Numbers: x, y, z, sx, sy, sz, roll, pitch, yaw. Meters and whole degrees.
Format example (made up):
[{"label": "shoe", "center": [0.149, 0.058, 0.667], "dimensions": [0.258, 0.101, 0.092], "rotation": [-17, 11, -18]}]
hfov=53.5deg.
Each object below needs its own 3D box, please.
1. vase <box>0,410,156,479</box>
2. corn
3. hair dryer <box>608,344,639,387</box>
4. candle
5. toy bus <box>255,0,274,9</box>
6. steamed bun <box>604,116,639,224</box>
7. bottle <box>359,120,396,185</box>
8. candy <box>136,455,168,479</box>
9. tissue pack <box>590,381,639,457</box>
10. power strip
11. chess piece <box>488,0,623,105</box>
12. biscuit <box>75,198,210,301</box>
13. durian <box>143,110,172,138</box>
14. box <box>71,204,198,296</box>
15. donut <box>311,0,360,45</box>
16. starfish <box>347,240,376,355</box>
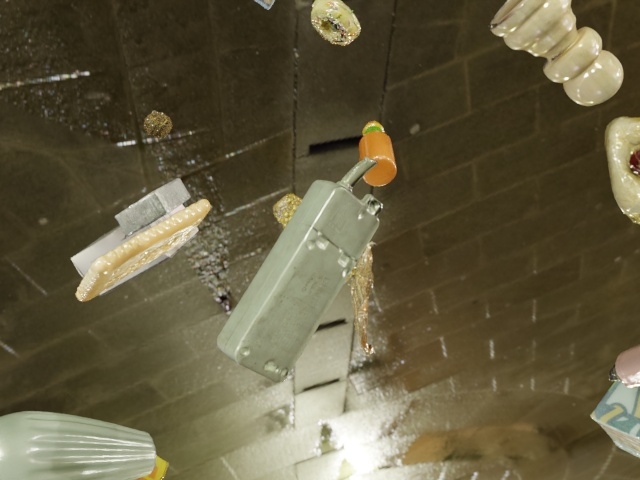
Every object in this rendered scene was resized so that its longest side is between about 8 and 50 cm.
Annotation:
[{"label": "vase", "center": [-0.363, 0.316, 0.926], "dimensions": [0.248, 0.128, 0.128], "rotation": [14, 128, -39]}, {"label": "corn", "center": [0.000, 0.000, 1.746], "dimensions": [0.119, 0.119, 0.322], "rotation": [-37, 106, 16]}, {"label": "hair dryer", "center": [0.419, 0.102, 0.706], "dimensions": [0.106, 0.189, 0.344], "rotation": [23, 156, -1]}, {"label": "candle", "center": [-0.403, -0.083, 1.547], "dimensions": [0.192, 0.168, 0.068], "rotation": [-37, 103, -22]}, {"label": "toy bus", "center": [-0.203, -0.585, 1.197], "dimensions": [0.329, 0.109, 0.136], "rotation": [30, 123, -18]}, {"label": "steamed bun", "center": [0.513, -0.113, 0.908], "dimensions": [0.141, 0.172, 0.155], "rotation": [-5, 171, -44]}, {"label": "bottle", "center": [0.110, -0.181, 1.252], "dimensions": [0.069, 0.187, 0.069], "rotation": [1, 127, 1]}, {"label": "candy", "center": [-0.392, 0.488, 1.106], "dimensions": [0.088, 0.146, 0.276], "rotation": [39, 114, -18]}, {"label": "tissue pack", "center": [0.631, 0.273, 1.000], "dimensions": [0.228, 0.311, 0.128], "rotation": [-47, 110, -12]}, {"label": "power strip", "center": [-0.010, 0.025, 0.753], "dimensions": [0.093, 0.053, 0.288], "rotation": [39, 78, -38]}, {"label": "chess piece", "center": [0.451, -0.360, 1.182], "dimensions": [0.261, 0.143, 0.143], "rotation": [41, 113, -12]}, {"label": "biscuit", "center": [-0.308, 0.018, 1.117], "dimensions": [0.249, 0.030, 0.160], "rotation": [-37, 178, -41]}, {"label": "durian", "center": [-0.466, -0.328, 1.815], "dimensions": [0.080, 0.080, 0.091], "rotation": [3, 154, -29]}, {"label": "box", "center": [-0.534, 0.016, 1.821], "dimensions": [0.333, 0.173, 0.145], "rotation": [-27, 104, 29]}, {"label": "donut", "center": [0.042, -0.674, 1.964], "dimensions": [0.068, 0.174, 0.174], "rotation": [-56, 143, -16]}, {"label": "starfish", "center": [0.074, 0.085, 1.161], "dimensions": [0.048, 0.295, 0.231], "rotation": [0, 126, 1]}]
